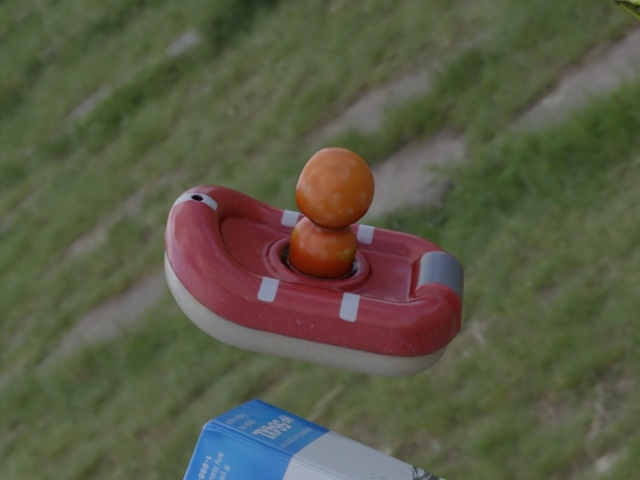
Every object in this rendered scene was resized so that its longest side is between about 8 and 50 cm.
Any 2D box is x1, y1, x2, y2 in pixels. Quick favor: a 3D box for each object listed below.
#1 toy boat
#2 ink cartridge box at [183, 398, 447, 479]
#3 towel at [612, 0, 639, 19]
[{"bbox_3d":[0.000,0.000,1.291,0.151,0.231,0.151,-78,-1,-62],"label":"toy boat"},{"bbox_3d":[0.022,0.187,0.845,0.086,0.203,0.148,-5,-65,-75],"label":"ink cartridge box"},{"bbox_3d":[0.160,0.013,0.282,0.102,0.237,0.021,-22,-32,-36],"label":"towel"}]
